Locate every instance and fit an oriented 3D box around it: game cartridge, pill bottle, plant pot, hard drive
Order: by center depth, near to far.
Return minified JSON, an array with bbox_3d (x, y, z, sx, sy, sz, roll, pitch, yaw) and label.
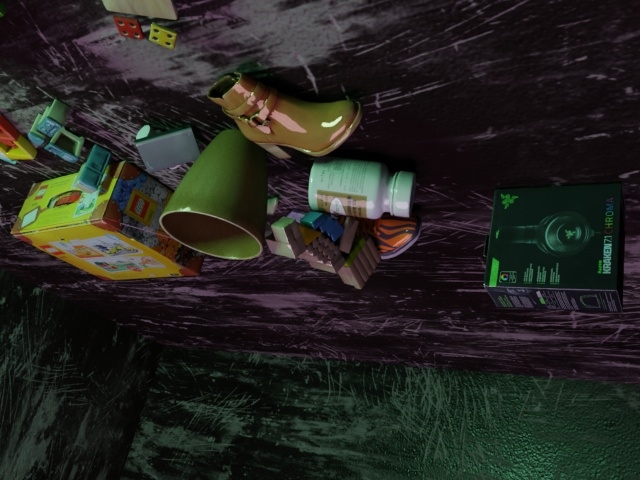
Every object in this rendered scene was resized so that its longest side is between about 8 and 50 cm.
[{"bbox_3d":[0.097,-0.117,1.425,0.229,0.131,0.131,8,156,13],"label":"pill bottle"},{"bbox_3d":[-0.215,-0.120,1.439,0.237,0.255,0.237,12,158,5],"label":"plant pot"},{"bbox_3d":[-0.360,-0.218,1.486,0.135,0.022,0.094,-16,138,-4],"label":"hard drive"},{"bbox_3d":[-0.390,-0.230,1.528,0.065,0.065,0.116,-6,149,38],"label":"pill bottle"},{"bbox_3d":[-0.050,-0.065,1.774,0.083,0.017,0.056,21,159,-16],"label":"game cartridge"}]

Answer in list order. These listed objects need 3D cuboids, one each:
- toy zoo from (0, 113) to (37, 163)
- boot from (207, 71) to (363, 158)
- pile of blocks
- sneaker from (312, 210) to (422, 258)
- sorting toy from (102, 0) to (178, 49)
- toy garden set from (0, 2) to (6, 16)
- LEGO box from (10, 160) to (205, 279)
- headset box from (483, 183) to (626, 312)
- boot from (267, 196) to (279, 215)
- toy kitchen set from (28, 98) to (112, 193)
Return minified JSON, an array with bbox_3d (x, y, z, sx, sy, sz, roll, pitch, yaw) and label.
[{"bbox_3d":[-0.916,-0.299,1.711,0.192,0.030,0.293,8,157,12],"label":"toy zoo"},{"bbox_3d":[-0.074,-0.269,1.242,0.283,0.109,0.220,-1,149,48],"label":"boot"},{"bbox_3d":[0.000,0.000,1.496,0.112,0.149,0.362,12,170,42],"label":"pile of blocks"},{"bbox_3d":[0.094,-0.038,1.616,0.321,0.125,0.180,-10,148,43],"label":"sneaker"},{"bbox_3d":[-0.309,-0.434,1.042,0.132,0.046,0.275,10,156,8],"label":"sorting toy"},{"bbox_3d":[-0.658,-0.499,1.097,0.203,0.049,0.244,-2,152,36],"label":"toy garden set"},{"bbox_3d":[-0.641,-0.039,1.938,0.499,0.193,0.372,-5,151,37],"label":"LEGO box"},{"bbox_3d":[0.502,0.016,1.358,0.282,0.247,0.131,0,154,31],"label":"headset box"},{"bbox_3d":[-0.164,-0.101,1.725,0.086,0.042,0.118,19,156,-6],"label":"boot"},{"bbox_3d":[-0.623,-0.232,1.580,0.207,0.122,0.166,30,152,-33],"label":"toy kitchen set"}]
